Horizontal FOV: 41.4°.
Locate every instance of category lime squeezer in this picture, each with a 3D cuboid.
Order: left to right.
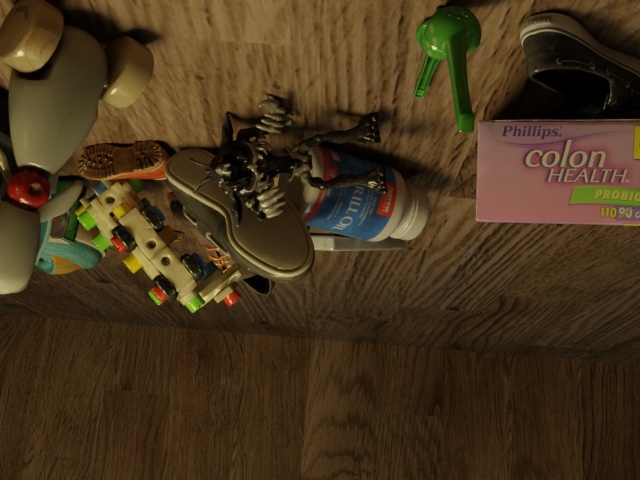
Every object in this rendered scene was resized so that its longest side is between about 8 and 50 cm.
[{"bbox_3d":[0.136,-0.191,0.893,0.059,0.109,0.310,-12,-165,1],"label":"lime squeezer"}]

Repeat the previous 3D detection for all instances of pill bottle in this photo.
[{"bbox_3d":[0.055,-0.067,1.308,0.222,0.124,0.124,12,163,-29],"label":"pill bottle"}]

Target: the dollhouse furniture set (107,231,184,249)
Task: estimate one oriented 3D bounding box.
[{"bbox_3d":[-0.372,0.002,1.810,0.152,0.058,0.076,14,162,-31],"label":"dollhouse furniture set"}]

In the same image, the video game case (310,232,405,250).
[{"bbox_3d":[0.000,0.000,1.441,0.207,0.026,0.227,3,-178,35],"label":"video game case"}]

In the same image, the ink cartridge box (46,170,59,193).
[{"bbox_3d":[-0.499,-0.107,1.470,0.083,0.048,0.028,-1,164,18],"label":"ink cartridge box"}]

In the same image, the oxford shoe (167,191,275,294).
[{"bbox_3d":[-0.168,0.005,1.610,0.130,0.132,0.364,-3,159,29],"label":"oxford shoe"}]

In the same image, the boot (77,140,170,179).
[{"bbox_3d":[-0.309,-0.118,1.361,0.158,0.059,0.085,-1,169,17],"label":"boot"}]

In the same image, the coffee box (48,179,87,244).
[{"bbox_3d":[-0.519,-0.053,1.536,0.184,0.113,0.040,4,166,23],"label":"coffee box"}]

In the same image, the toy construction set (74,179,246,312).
[{"bbox_3d":[-0.276,0.018,1.430,0.328,0.151,0.215,37,165,-7],"label":"toy construction set"}]

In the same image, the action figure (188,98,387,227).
[{"bbox_3d":[-0.054,-0.108,1.144,0.276,0.163,0.141,-7,176,6],"label":"action figure"}]

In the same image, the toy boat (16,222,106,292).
[{"bbox_3d":[-0.602,0.022,1.779,0.268,0.148,0.318,16,162,-30],"label":"toy boat"}]

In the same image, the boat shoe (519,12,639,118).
[{"bbox_3d":[0.300,-0.173,0.934,0.080,0.076,0.229,-10,159,43],"label":"boat shoe"}]

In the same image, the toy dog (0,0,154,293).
[{"bbox_3d":[-0.338,-0.121,0.970,0.161,0.333,0.220,12,150,50],"label":"toy dog"}]

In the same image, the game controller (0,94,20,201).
[{"bbox_3d":[-0.496,-0.143,1.120,0.067,0.166,0.319,29,175,24],"label":"game controller"}]

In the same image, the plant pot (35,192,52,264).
[{"bbox_3d":[-0.609,-0.052,1.351,0.272,0.271,0.255,18,174,-41],"label":"plant pot"}]

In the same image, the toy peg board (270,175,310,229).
[{"bbox_3d":[-0.053,-0.046,1.500,0.161,0.079,0.161,-10,159,43],"label":"toy peg board"}]

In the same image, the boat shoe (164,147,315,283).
[{"bbox_3d":[-0.115,-0.027,1.264,0.335,0.112,0.095,40,156,36],"label":"boat shoe"}]

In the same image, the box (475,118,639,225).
[{"bbox_3d":[0.301,-0.085,1.037,0.214,0.117,0.243,2,-175,11],"label":"box"}]
